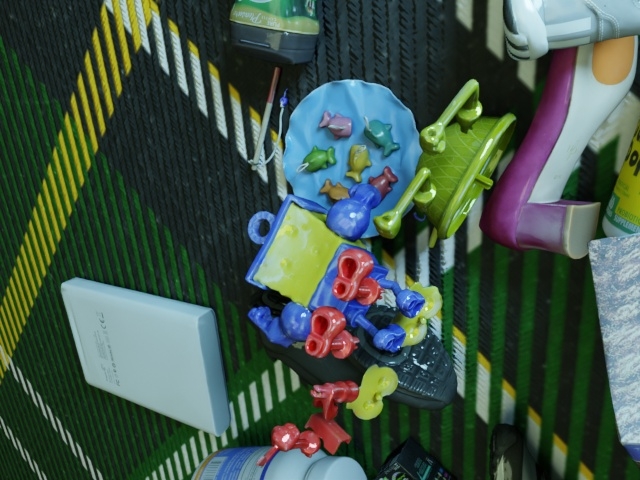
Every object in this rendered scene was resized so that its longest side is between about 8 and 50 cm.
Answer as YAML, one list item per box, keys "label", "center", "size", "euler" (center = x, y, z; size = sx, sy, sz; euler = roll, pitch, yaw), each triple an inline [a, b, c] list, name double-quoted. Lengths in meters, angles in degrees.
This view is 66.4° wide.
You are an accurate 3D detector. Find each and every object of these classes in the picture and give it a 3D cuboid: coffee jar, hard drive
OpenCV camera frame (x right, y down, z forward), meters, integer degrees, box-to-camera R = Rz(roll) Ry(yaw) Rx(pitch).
- label: "coffee jar"
  center: [-0.041, -0.282, 0.506]
  size: [0.096, 0.079, 0.184]
  euler: [20, 118, 20]
- label: "hard drive"
  center: [-0.326, 0.204, 0.898]
  size: [0.353, 0.047, 0.232]
  euler: [7, 112, 30]

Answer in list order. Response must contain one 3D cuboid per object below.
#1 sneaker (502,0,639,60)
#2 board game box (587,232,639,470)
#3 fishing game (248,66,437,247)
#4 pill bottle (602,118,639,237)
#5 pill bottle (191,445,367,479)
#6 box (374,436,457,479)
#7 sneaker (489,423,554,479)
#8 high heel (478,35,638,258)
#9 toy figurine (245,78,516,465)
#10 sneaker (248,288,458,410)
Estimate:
- label: "sneaker"
  center: [0.206, -0.244, 0.346]
  size: [0.132, 0.086, 0.228]
  euler: [3, 89, 26]
- label: "board game box"
  center: [0.343, 0.110, 0.309]
  size: [0.232, 0.141, 0.291]
  euler: [-18, 132, 36]
- label: "fishing game"
  center: [0.027, -0.089, 0.567]
  size: [0.264, 0.041, 0.189]
  euler: [29, 119, 19]
- label: "pill bottle"
  center: [0.299, -0.085, 0.352]
  size: [0.118, 0.118, 0.208]
  euler: [19, 119, 24]
- label: "pill bottle"
  center: [-0.065, 0.394, 0.749]
  size: [0.272, 0.152, 0.152]
  euler: [-20, 98, 35]
- label: "box"
  center: [0.129, 0.325, 0.663]
  size: [0.083, 0.052, 0.062]
  euler: [40, 126, 11]
- label: "sneaker"
  center: [0.267, 0.320, 0.558]
  size: [0.108, 0.100, 0.271]
  euler: [-21, 103, 26]
- label: "high heel"
  center: [0.204, -0.109, 0.446]
  size: [0.117, 0.082, 0.243]
  euler: [24, 118, 60]
- label: "toy figurine"
  center: [0.000, 0.000, 0.481]
  size: [0.217, 0.191, 0.362]
  euler: [33, 102, 34]
- label: "sneaker"
  center: [0.037, 0.146, 0.630]
  size: [0.287, 0.109, 0.130]
  euler: [20, 128, 32]
